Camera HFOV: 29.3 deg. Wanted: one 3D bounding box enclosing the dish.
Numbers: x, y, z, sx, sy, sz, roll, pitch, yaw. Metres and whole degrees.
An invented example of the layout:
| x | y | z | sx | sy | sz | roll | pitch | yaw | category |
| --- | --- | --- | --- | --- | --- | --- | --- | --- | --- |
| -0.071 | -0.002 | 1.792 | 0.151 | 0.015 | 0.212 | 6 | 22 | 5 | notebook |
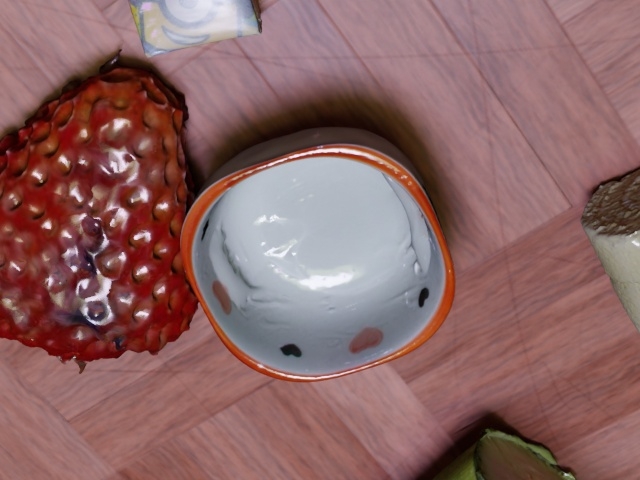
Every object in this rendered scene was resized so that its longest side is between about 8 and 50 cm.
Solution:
| x | y | z | sx | sy | sz | roll | pitch | yaw | category |
| --- | --- | --- | --- | --- | --- | --- | --- | --- | --- |
| 0.000 | 0.000 | 1.149 | 0.256 | 0.117 | 0.256 | 0 | 119 | 1 | dish |

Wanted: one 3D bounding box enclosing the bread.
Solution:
| x | y | z | sx | sy | sz | roll | pitch | yaw | category |
| --- | --- | --- | --- | --- | --- | --- | --- | --- | --- |
| 0.337 | 0.009 | 1.134 | 0.148 | 0.134 | 0.141 | -20 | 116 | 27 | bread |

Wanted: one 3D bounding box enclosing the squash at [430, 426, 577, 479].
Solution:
| x | y | z | sx | sy | sz | roll | pitch | yaw | category |
| --- | --- | --- | --- | --- | --- | --- | --- | --- | --- |
| 0.136 | 0.411 | 1.293 | 0.263 | 0.263 | 0.384 | 35 | 114 | -16 | squash |

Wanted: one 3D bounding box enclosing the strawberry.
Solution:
| x | y | z | sx | sy | sz | roll | pitch | yaw | category |
| --- | --- | --- | --- | --- | --- | --- | --- | --- | --- |
| -0.206 | 0.005 | 1.144 | 0.280 | 0.150 | 0.253 | -36 | 112 | 21 | strawberry |

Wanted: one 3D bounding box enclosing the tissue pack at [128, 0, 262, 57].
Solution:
| x | y | z | sx | sy | sz | roll | pitch | yaw | category |
| --- | --- | --- | --- | --- | --- | --- | --- | --- | --- |
| -0.119 | -0.240 | 1.054 | 0.108 | 0.060 | 0.148 | -11 | 119 | 7 | tissue pack |
